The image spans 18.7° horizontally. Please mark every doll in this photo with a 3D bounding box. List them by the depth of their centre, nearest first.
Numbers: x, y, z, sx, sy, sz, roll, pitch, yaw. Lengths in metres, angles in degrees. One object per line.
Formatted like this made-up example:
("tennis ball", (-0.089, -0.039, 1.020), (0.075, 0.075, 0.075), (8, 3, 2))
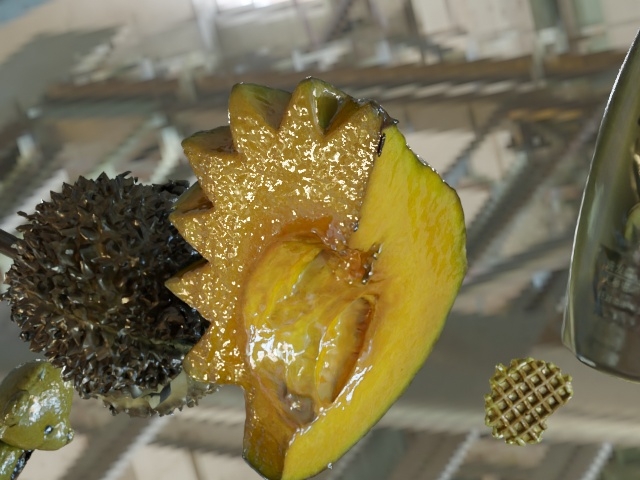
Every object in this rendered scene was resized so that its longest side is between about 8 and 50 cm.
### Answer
("doll", (-0.320, 0.219, 2.103), (0.097, 0.209, 0.137), (25, -146, 1))

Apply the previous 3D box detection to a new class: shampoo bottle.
("shampoo bottle", (0.242, -0.071, 1.231), (0.125, 0.350, 0.084), (15, -149, 6))

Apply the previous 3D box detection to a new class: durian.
("durian", (-0.142, 0.034, 1.301), (0.196, 0.196, 0.167), (2, -129, 40))

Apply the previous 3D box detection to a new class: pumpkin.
("pumpkin", (0.000, 0.000, 1.172), (0.130, 0.254, 0.149), (29, -149, 30))

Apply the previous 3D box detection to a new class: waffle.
("waffle", (0.188, 0.148, 1.782), (0.078, 0.085, 0.016), (21, -177, -6))
